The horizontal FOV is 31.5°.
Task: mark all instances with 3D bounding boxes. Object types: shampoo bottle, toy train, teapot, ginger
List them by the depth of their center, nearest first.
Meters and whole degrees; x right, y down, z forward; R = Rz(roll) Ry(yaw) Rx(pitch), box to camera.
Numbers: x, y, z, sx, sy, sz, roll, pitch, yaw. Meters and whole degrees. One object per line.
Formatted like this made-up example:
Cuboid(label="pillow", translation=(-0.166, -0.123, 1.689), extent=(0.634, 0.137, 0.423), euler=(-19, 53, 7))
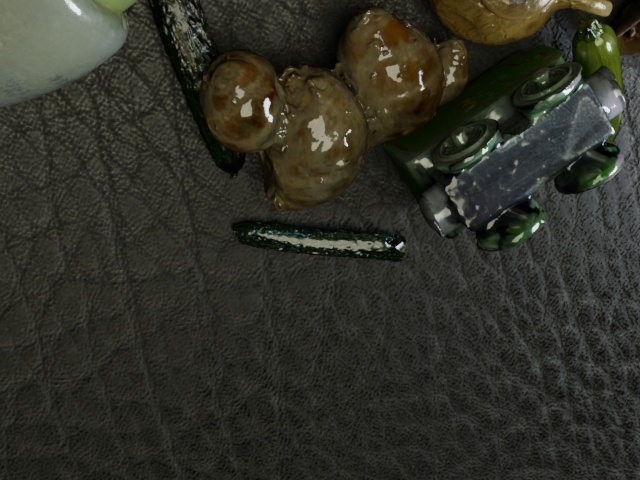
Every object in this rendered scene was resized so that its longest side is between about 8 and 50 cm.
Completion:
Cuboid(label="shampoo bottle", translation=(-0.361, -0.317, 1.275), extent=(0.317, 0.322, 0.322), euler=(-39, 113, 10))
Cuboid(label="ginger", translation=(0.031, -0.184, 1.486), extent=(0.375, 0.176, 0.256), euler=(-25, 132, -13))
Cuboid(label="teapot", translation=(0.254, -0.352, 1.492), extent=(0.311, 0.167, 0.203), euler=(18, 103, -19))
Cuboid(label="toy train", translation=(0.251, -0.125, 1.524), extent=(0.307, 0.249, 0.173), euler=(-35, 111, -2))

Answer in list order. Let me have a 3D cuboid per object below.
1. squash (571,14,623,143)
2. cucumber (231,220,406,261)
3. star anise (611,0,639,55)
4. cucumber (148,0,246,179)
Cuboid(label="squash", translation=(0.388, -0.224, 1.583), extent=(0.069, 0.069, 0.258), euler=(-26, 142, -4))
Cuboid(label="cucumber", translation=(0.000, 0.001, 1.619), extent=(0.256, 0.044, 0.043), euler=(6, 96, -14))
Cuboid(label="star anise", translation=(0.530, -0.371, 1.586), extent=(0.315, 0.108, 0.315), euler=(-5, 109, -15))
Cuboid(label="cucumber", translation=(-0.155, -0.212, 1.499), extent=(0.067, 0.067, 0.294), euler=(-21, 112, -5))
